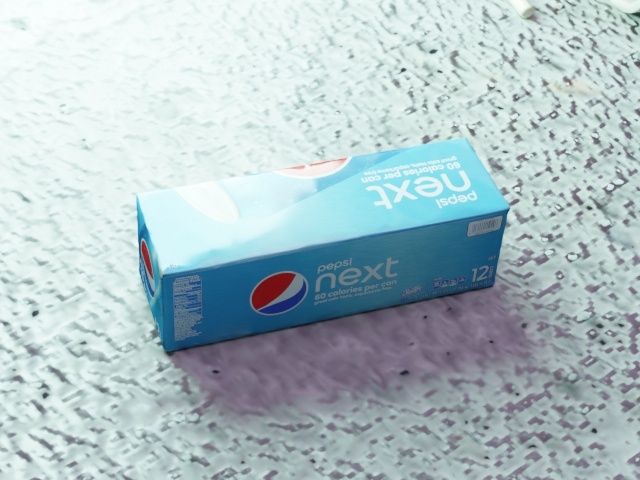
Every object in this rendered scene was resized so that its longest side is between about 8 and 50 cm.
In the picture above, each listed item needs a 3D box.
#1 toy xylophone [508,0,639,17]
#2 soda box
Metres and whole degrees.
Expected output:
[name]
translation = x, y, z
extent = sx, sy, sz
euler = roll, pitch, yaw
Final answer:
[toy xylophone]
translation = 0.219, -0.278, 1.145
extent = 0.236, 0.081, 0.323
euler = -20, 49, -22
[soda box]
translation = 0.000, 0.000, 0.852
extent = 0.210, 0.067, 0.071
euler = -10, 46, -15
